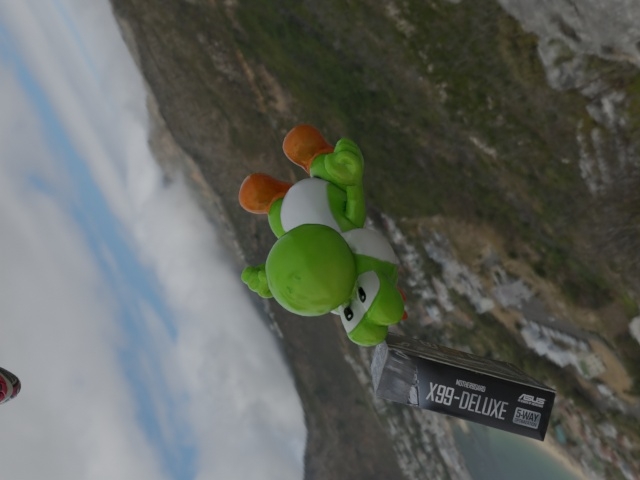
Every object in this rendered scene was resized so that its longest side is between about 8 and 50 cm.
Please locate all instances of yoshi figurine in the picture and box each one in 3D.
[{"bbox_3d":[-0.014,-0.017,1.019,0.362,0.203,0.203,-119,19,-49],"label":"yoshi figurine"}]

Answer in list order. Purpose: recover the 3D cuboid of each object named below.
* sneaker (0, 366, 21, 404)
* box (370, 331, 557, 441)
[{"bbox_3d":[-0.782,0.296,1.647,0.112,0.299,0.121,37,-114,-79],"label":"sneaker"},{"bbox_3d":[0.205,0.216,1.221,0.307,0.242,0.076,34,-109,-86],"label":"box"}]
